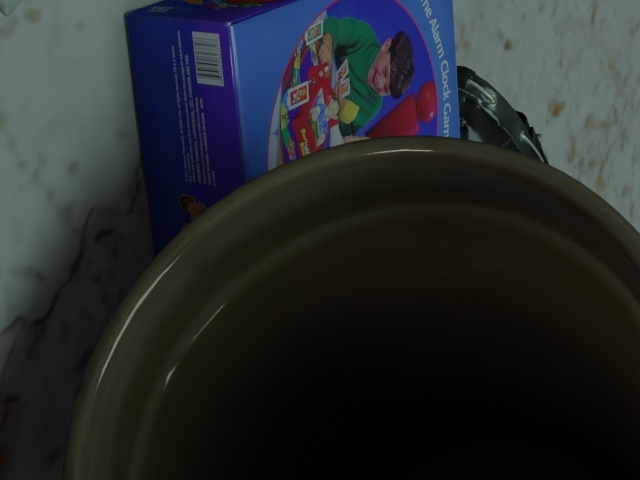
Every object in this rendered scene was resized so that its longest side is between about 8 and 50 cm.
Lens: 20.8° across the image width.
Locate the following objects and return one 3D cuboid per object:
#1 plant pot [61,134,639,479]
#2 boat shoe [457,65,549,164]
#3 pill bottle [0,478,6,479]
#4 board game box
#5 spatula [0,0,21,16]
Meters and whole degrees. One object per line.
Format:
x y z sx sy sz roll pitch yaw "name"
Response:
0.064 0.147 0.945 0.323 0.323 0.280 -68 153 -17 "plant pot"
0.148 -0.055 1.303 0.233 0.084 0.079 32 73 -51 "boat shoe"
-0.082 0.170 0.686 0.121 0.221 0.121 -19 113 -53 "pill bottle"
0.000 0.000 1.107 0.233 0.078 0.347 -29 122 -48 "board game box"
-0.153 -0.163 0.787 0.242 0.019 0.168 -70 176 -60 "spatula"
